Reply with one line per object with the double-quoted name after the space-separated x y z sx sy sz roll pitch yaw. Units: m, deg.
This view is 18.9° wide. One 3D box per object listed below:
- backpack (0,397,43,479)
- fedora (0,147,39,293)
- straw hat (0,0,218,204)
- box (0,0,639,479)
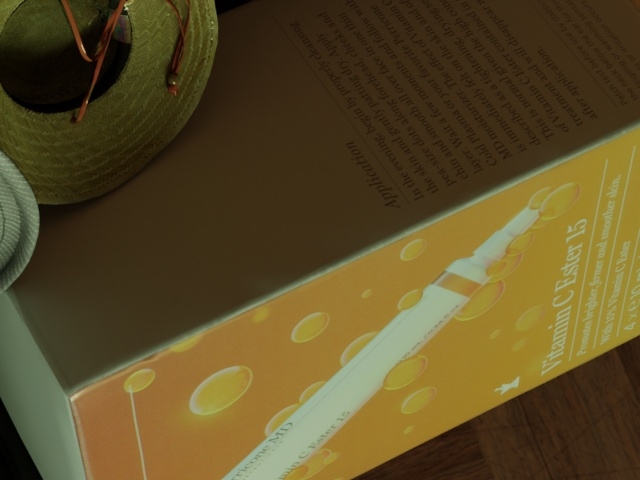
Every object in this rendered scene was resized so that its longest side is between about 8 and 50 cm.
-0.264 0.153 1.145 0.191 0.253 0.225 -41 162 11 "backpack"
-0.261 0.026 0.792 0.275 0.124 0.244 -9 147 30 "fedora"
-0.122 -0.090 0.874 0.144 0.144 0.061 -12 -156 -34 "straw hat"
0.000 0.000 0.998 0.345 0.168 0.215 -25 148 -16 "box"
